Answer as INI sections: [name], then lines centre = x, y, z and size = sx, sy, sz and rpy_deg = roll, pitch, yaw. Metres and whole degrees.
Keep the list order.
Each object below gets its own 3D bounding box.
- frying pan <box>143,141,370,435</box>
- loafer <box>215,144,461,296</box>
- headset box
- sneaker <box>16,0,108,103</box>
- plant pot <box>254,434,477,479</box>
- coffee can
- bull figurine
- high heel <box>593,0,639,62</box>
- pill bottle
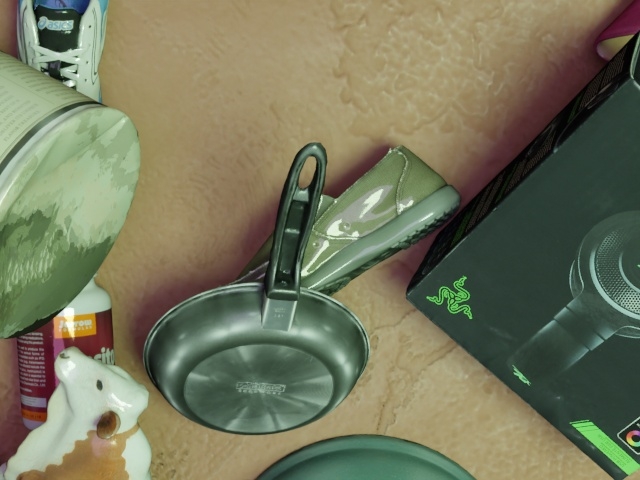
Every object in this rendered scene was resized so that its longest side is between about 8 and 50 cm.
[frying pan]
centre = -0.018, 0.072, 0.912
size = 0.197, 0.053, 0.326
rpy_deg = 23, 131, -27
[loafer]
centre = 0.000, 0.000, 0.977
size = 0.251, 0.094, 0.087
rpy_deg = -30, 79, 2
[headset box]
centre = 0.246, 0.023, 0.899
size = 0.246, 0.131, 0.283
rpy_deg = 42, 122, -3
[sneaker]
centre = -0.230, -0.159, 0.964
size = 0.085, 0.086, 0.237
rpy_deg = 3, 97, 0
[plant pot]
centre = 0.040, 0.334, 0.945
size = 0.293, 0.196, 0.293
rpy_deg = 0, 95, 2
[coffee can]
centre = -0.315, -0.073, 0.882
size = 0.275, 0.201, 0.201
rpy_deg = 28, 96, 15
[bull figurine]
centre = -0.211, 0.231, 0.943
size = 0.188, 0.101, 0.310
rpy_deg = -9, 124, 5
[high heel]
centre = 0.365, -0.117, 0.824
size = 0.181, 0.377, 0.127
rpy_deg = -25, 118, -1
[pill bottle]
centre = -0.229, 0.089, 0.985
size = 0.086, 0.086, 0.152
rpy_deg = -3, 95, 2
